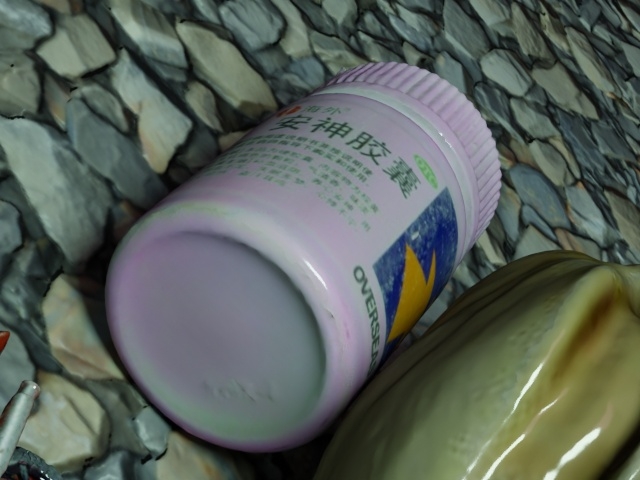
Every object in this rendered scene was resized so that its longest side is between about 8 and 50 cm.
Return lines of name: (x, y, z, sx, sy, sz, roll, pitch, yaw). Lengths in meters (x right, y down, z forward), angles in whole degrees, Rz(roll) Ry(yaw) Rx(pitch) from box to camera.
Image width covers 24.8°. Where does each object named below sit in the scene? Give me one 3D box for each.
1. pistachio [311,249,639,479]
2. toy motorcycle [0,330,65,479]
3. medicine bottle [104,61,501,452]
pistachio: (0.132, 0.178, 0.854, 0.281, 0.365, 0.445, 20, 44, 10)
toy motorcycle: (-0.241, 0.135, 0.701, 0.298, 0.089, 0.171, -14, 70, -52)
medicine bottle: (0.000, 0.000, 0.999, 0.178, 0.178, 0.291, 50, 36, -2)
